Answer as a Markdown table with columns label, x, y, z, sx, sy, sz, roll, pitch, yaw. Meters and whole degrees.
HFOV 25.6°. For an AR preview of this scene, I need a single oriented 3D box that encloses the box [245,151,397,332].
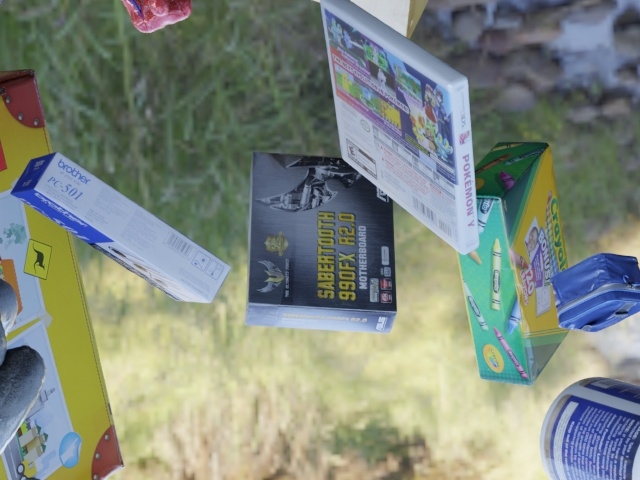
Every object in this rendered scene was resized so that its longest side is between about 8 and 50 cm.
| label | x | y | z | sx | sy | sz | roll | pitch | yaw |
| --- | --- | --- | --- | --- | --- | --- | --- | --- | --- |
| box | 0.000 | 0.000 | 1.763 | 0.183 | 0.231 | 0.056 | 4 | 146 | -6 |

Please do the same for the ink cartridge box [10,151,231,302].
| label | x | y | z | sx | sy | sz | roll | pitch | yaw |
| --- | --- | --- | --- | --- | --- | --- | --- | --- | --- |
| ink cartridge box | -0.196 | -0.010 | 1.384 | 0.207 | 0.046 | 0.097 | 35 | 165 | -21 |

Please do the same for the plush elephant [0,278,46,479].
| label | x | y | z | sx | sy | sz | roll | pitch | yaw |
| --- | --- | --- | --- | --- | --- | --- | --- | --- | --- |
| plush elephant | -0.341 | 0.193 | 1.124 | 0.272 | 0.255 | 0.330 | -4 | -159 | -31 |

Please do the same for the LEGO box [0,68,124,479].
| label | x | y | z | sx | sy | sz | roll | pitch | yaw |
| --- | --- | --- | --- | --- | --- | --- | --- | --- | --- |
| LEGO box | -0.441 | 0.101 | 1.534 | 0.193 | 0.500 | 0.372 | 0 | -161 | 31 |

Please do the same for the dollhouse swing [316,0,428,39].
| label | x | y | z | sx | sy | sz | roll | pitch | yaw |
| --- | --- | --- | --- | --- | --- | --- | --- | --- | --- |
| dollhouse swing | 0.054 | -0.500 | 1.958 | 0.305 | 0.346 | 0.315 | 25 | 169 | 7 |

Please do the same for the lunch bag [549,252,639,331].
| label | x | y | z | sx | sy | sz | roll | pitch | yaw |
| --- | --- | --- | --- | --- | --- | --- | --- | --- | --- |
| lunch bag | 0.292 | 0.057 | 1.461 | 0.067 | 0.065 | 0.098 | 7 | 155 | -33 |

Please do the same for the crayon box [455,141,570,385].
| label | x | y | z | sx | sy | sz | roll | pitch | yaw |
| --- | --- | --- | --- | --- | --- | --- | --- | --- | --- |
| crayon box | 0.255 | 0.029 | 1.858 | 0.081 | 0.278 | 0.165 | 4 | -150 | 31 |

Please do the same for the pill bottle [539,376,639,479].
| label | x | y | z | sx | sy | sz | roll | pitch | yaw |
| --- | --- | --- | --- | --- | --- | --- | --- | --- | --- |
| pill bottle | 0.381 | 0.249 | 1.597 | 0.153 | 0.153 | 0.265 | 3 | -176 | -26 |

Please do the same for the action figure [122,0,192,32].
| label | x | y | z | sx | sy | sz | roll | pitch | yaw |
| --- | --- | --- | --- | --- | --- | --- | --- | --- | --- |
| action figure | -0.230 | -0.346 | 1.884 | 0.091 | 0.139 | 0.280 | -23 | -167 | -3 |

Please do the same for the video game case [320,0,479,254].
| label | x | y | z | sx | sy | sz | roll | pitch | yaw |
| --- | --- | --- | --- | --- | --- | --- | --- | --- | --- |
| video game case | 0.071 | -0.107 | 1.268 | 0.023 | 0.201 | 0.183 | -26 | 132 | -20 |
